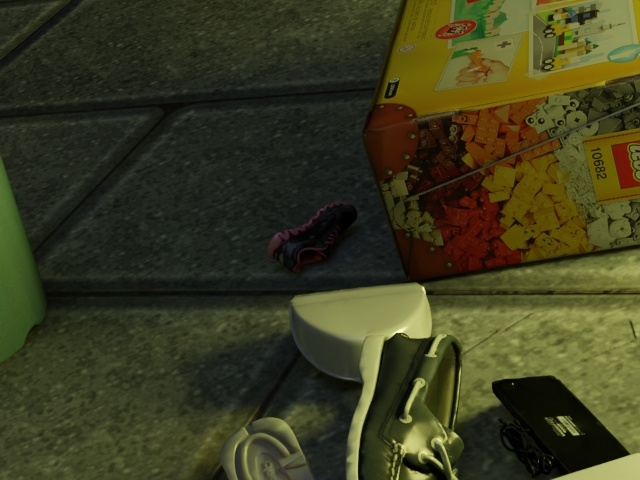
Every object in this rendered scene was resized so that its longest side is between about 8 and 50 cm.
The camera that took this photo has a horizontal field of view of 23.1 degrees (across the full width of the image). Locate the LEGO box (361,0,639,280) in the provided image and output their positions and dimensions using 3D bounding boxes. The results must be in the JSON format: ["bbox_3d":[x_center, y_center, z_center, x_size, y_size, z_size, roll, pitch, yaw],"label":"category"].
[{"bbox_3d":[0.279,-0.190,1.814,0.372,0.193,0.500,-9,29,17],"label":"LEGO box"}]

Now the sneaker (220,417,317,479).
[{"bbox_3d":[-0.015,0.260,1.311,0.090,0.095,0.235,-18,48,1],"label":"sneaker"}]

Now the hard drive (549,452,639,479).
[{"bbox_3d":[0.236,0.278,1.114,0.233,0.047,0.353,-13,26,-19],"label":"hard drive"}]

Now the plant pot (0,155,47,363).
[{"bbox_3d":[-0.493,-0.019,1.822,0.341,0.334,0.341,-14,29,8],"label":"plant pot"}]

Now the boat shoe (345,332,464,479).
[{"bbox_3d":[0.079,0.178,1.361,0.091,0.114,0.302,-8,37,11],"label":"boat shoe"}]

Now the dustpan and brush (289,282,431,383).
[{"bbox_3d":[0.048,0.116,1.567,0.147,0.060,0.211,-6,22,-2],"label":"dustpan and brush"}]

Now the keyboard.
[{"bbox_3d":[0.205,0.179,1.386,0.100,0.038,0.192,-1,22,-18],"label":"keyboard"}]

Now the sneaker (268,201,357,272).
[{"bbox_3d":[0.000,0.000,1.814,0.119,0.047,0.057,-31,50,-20],"label":"sneaker"}]
